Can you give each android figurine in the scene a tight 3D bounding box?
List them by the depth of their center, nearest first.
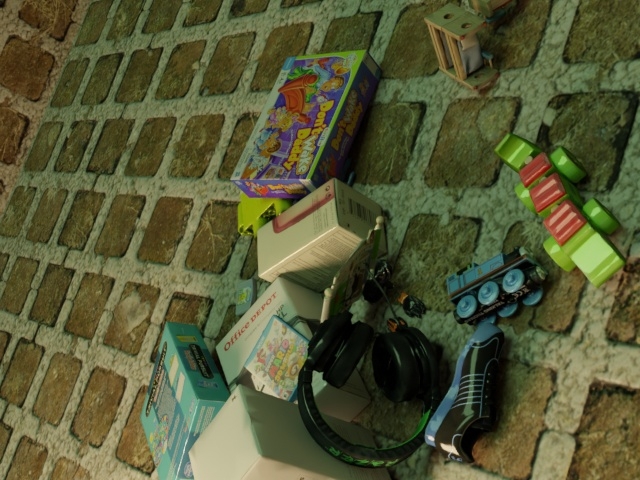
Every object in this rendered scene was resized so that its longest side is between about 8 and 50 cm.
[{"bbox_3d":[-0.117,-0.122,2.230,0.248,0.056,0.273,-44,37,30],"label":"android figurine"}]

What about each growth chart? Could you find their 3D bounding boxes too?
[{"bbox_3d":[0.056,0.083,1.820,0.021,0.172,0.237,22,50,19],"label":"growth chart"}]

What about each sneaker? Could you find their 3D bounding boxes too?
[{"bbox_3d":[0.262,0.254,1.585,0.090,0.081,0.232,24,89,40],"label":"sneaker"}]

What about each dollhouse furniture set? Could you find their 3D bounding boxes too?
[{"bbox_3d":[0.328,-0.410,1.887,0.184,0.129,0.129,-32,39,-9],"label":"dollhouse furniture set"}]

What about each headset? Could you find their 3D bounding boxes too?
[{"bbox_3d":[0.086,0.214,1.703,0.185,0.243,0.394,117,166,-57],"label":"headset"}]

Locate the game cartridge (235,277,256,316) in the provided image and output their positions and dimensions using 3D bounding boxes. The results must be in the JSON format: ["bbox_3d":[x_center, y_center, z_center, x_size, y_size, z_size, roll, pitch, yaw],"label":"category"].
[{"bbox_3d":[-0.169,0.129,2.192,0.056,0.017,0.083,-21,54,36],"label":"game cartridge"}]

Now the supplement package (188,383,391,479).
[{"bbox_3d":[-0.049,0.402,1.646,0.175,0.293,0.177,-54,31,19],"label":"supplement package"}]

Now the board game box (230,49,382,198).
[{"bbox_3d":[-0.030,-0.257,2.133,0.233,0.078,0.347,3,61,39],"label":"board game box"}]

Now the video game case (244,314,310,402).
[{"bbox_3d":[-0.073,0.224,1.816,0.166,0.015,0.119,31,92,51],"label":"video game case"}]

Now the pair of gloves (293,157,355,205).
[{"bbox_3d":[-0.001,-0.110,2.135,0.198,0.023,0.159,-9,63,47],"label":"pair of gloves"}]

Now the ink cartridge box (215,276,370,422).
[{"bbox_3d":[-0.063,0.260,1.901,0.223,0.129,0.307,-48,40,19],"label":"ink cartridge box"}]

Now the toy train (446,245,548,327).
[{"bbox_3d":[0.300,0.076,1.640,0.184,0.080,0.105,-34,40,32],"label":"toy train"}]

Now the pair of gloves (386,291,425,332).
[{"bbox_3d":[0.161,0.144,1.809,0.074,0.010,0.083,32,95,49],"label":"pair of gloves"}]

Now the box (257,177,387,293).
[{"bbox_3d":[0.000,0.000,1.967,0.232,0.149,0.127,-32,46,33],"label":"box"}]

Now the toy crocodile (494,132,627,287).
[{"bbox_3d":[0.395,-0.060,1.587,0.115,0.105,0.340,-43,43,24],"label":"toy crocodile"}]

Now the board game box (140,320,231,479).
[{"bbox_3d":[-0.291,0.363,2.045,0.336,0.079,0.253,-130,54,-60],"label":"board game box"}]
